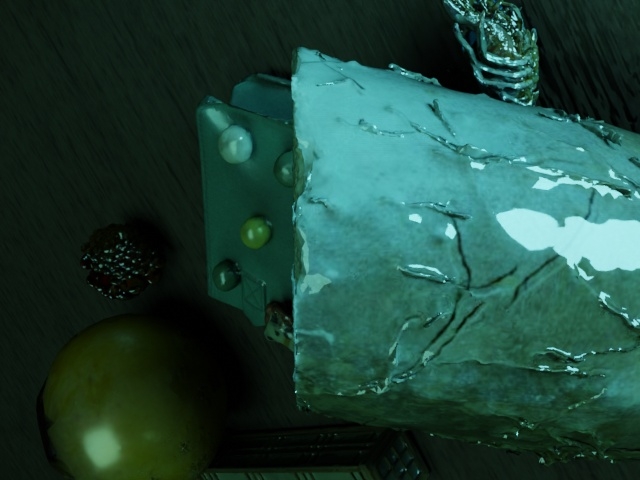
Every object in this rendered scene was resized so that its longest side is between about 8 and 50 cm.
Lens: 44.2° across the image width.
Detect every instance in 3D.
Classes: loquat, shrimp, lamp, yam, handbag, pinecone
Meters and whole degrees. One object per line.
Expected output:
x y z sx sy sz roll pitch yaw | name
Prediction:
-0.228 0.209 0.971 0.235 0.235 0.235 19 127 27 | loquat
0.139 -0.119 0.589 0.076 0.082 0.174 -30 104 40 | shrimp
-0.027 0.283 0.963 0.325 0.089 0.090 -15 108 43 | lamp
0.129 0.020 0.525 0.348 0.241 0.240 11 128 -1 | yam
-0.002 0.000 0.755 0.269 0.100 0.274 23 128 23 | handbag
-0.238 0.026 0.963 0.102 0.102 0.109 42 168 7 | pinecone
